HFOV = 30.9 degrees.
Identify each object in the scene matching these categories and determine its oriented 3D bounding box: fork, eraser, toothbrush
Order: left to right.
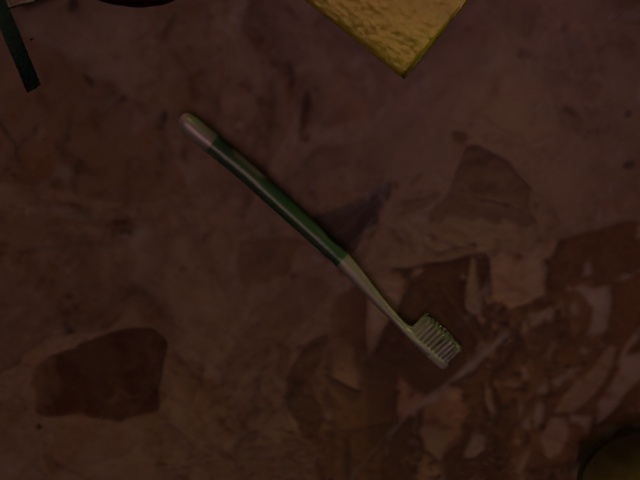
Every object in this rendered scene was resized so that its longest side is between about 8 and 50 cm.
[{"bbox_3d":[-0.220,-0.189,0.727,0.039,0.021,0.235,-29,75,12],"label":"fork"},{"bbox_3d":[0.000,0.000,0.804,0.257,0.018,0.024,41,107,-7],"label":"toothbrush"},{"bbox_3d":[0.036,-0.177,0.722,0.122,0.045,0.097,40,109,-7],"label":"eraser"}]

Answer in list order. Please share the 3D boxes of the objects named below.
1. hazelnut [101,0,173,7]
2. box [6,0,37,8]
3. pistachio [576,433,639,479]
[{"bbox_3d":[-0.138,-0.226,0.662,0.178,0.178,0.204,-36,90,18],"label":"hazelnut"},{"bbox_3d":[-0.282,-0.162,0.776,0.207,0.041,0.050,-12,105,11],"label":"box"},{"bbox_3d":[0.263,0.200,0.793,0.185,0.108,0.126,24,84,7],"label":"pistachio"}]
